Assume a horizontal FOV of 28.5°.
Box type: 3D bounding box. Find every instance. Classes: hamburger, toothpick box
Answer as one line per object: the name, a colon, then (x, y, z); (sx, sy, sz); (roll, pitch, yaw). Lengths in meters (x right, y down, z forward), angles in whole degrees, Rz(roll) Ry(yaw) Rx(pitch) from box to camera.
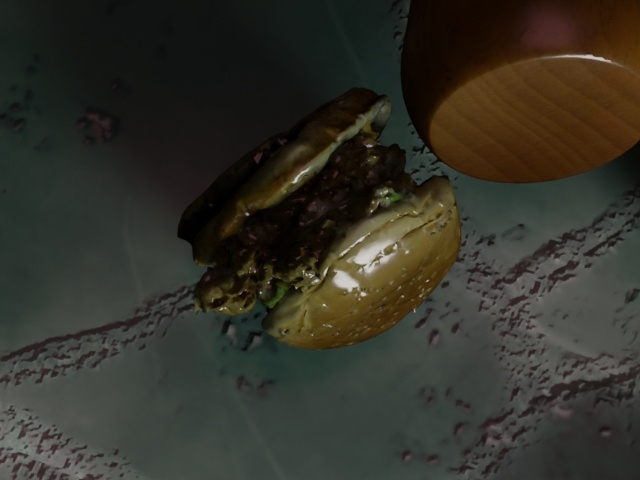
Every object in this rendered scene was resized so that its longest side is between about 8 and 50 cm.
hamburger: (0.000, 0.000, 0.757); (0.185, 0.159, 0.131); (-29, 80, -31)
toothpick box: (0.119, -0.192, 0.780); (0.192, 0.192, 0.294); (-1, 61, -4)
